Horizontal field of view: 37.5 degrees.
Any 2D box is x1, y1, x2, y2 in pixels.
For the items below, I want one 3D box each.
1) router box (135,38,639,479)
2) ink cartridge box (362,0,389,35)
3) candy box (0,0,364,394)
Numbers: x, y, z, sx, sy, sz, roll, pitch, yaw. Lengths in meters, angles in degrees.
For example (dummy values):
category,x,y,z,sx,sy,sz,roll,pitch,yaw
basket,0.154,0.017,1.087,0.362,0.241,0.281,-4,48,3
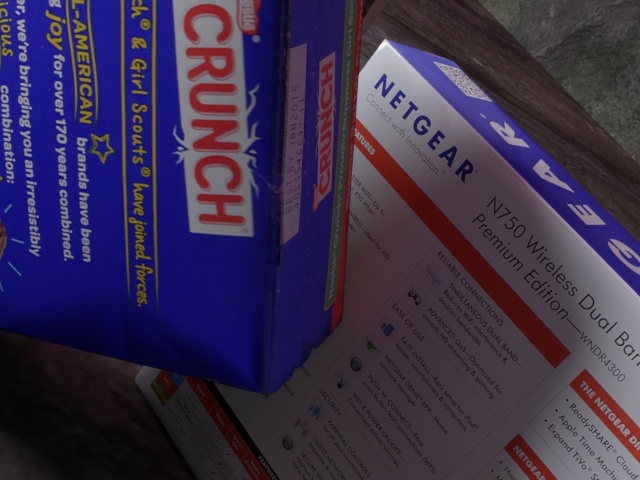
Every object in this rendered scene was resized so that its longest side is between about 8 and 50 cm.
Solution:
category,x,y,z,sx,sy,sz,roll,pitch,yaw
router box,0.070,0.107,0.554,0.082,0.301,0.335,1,45,-53
ink cartridge box,-0.071,-0.307,0.962,0.285,0.395,0.166,12,38,-44
candy box,-0.142,-0.088,0.497,0.317,0.268,0.122,12,22,19
